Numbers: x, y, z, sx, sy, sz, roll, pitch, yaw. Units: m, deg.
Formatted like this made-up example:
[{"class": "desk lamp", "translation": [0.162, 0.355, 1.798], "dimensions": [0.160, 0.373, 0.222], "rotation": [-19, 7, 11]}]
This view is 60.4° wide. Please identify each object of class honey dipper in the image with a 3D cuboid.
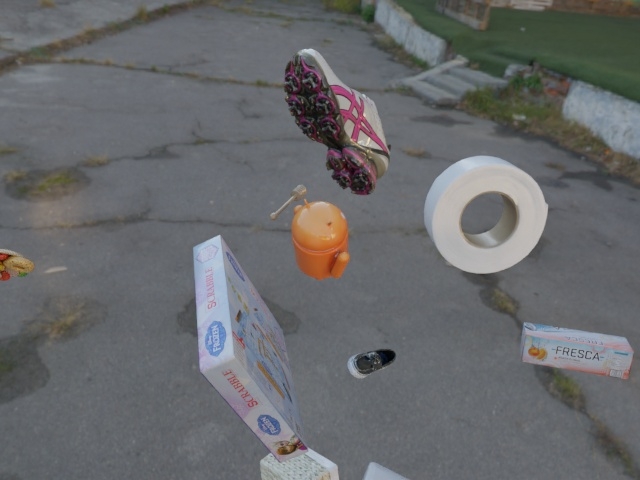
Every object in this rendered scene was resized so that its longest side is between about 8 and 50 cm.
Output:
[{"class": "honey dipper", "translation": [-0.079, -0.088, 1.328], "dimensions": [0.030, 0.031, 0.161], "rotation": [15, 36, 18]}]

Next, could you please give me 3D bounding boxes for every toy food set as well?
[{"class": "toy food set", "translation": [-0.472, 0.037, 0.809], "dimensions": [0.083, 0.082, 0.020], "rotation": [21, 52, -43]}]

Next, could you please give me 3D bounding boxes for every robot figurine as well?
[{"class": "robot figurine", "translation": [0.002, 0.001, 1.231], "dimensions": [0.128, 0.219, 0.158], "rotation": [-1, 55, 4]}]

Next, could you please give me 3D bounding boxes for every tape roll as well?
[{"class": "tape roll", "translation": [0.409, -0.064, 1.376], "dimensions": [0.286, 0.286, 0.100], "rotation": [3, 20, -3]}]

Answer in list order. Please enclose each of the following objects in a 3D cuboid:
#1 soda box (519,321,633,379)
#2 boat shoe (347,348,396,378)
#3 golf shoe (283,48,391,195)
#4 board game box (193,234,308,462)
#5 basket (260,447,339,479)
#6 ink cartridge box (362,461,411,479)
[{"class": "soda box", "translation": [0.467, 0.201, 1.013], "dimensions": [0.183, 0.058, 0.063], "rotation": [8, 16, 14]}, {"class": "boat shoe", "translation": [0.106, 0.244, 1.117], "dimensions": [0.142, 0.040, 0.049], "rotation": [2, 54, -55]}, {"class": "golf shoe", "translation": [0.023, -0.141, 0.621], "dimensions": [0.067, 0.186, 0.086], "rotation": [8, 55, 40]}, {"class": "board game box", "translation": [-0.136, 0.203, 1.050], "dimensions": [0.065, 0.319, 0.318], "rotation": [-23, 38, 3]}, {"class": "basket", "translation": [-0.049, 0.542, 1.234], "dimensions": [0.103, 0.114, 0.167], "rotation": [-16, 17, -40]}, {"class": "ink cartridge box", "translation": [0.088, 0.258, 0.186], "dimensions": [0.270, 0.197, 0.198], "rotation": [23, 10, 11]}]
